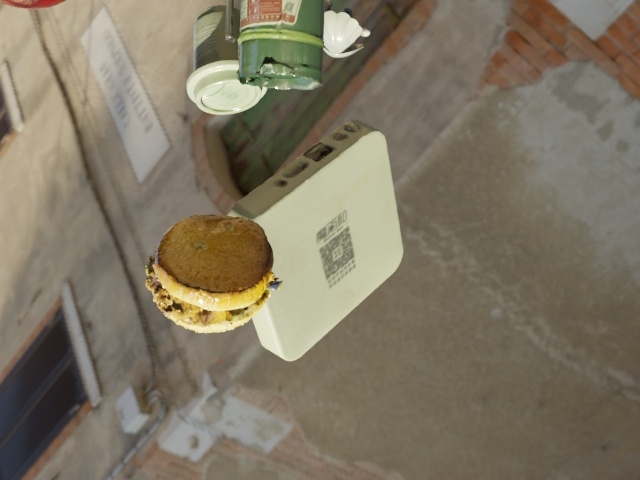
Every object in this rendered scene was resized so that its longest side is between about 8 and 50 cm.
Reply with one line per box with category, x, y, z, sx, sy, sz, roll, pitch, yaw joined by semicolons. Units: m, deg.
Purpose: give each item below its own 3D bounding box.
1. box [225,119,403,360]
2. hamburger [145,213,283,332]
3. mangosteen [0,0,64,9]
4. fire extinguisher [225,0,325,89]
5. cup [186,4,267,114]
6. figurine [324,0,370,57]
box;0.000;0.000;1.593;0.090;0.367;0.373;26;144;38
hamburger;-0.162;0.055;1.219;0.181;0.118;0.191;23;-141;18
mangosteen;-0.471;-0.458;1.302;0.215;0.257;0.215;6;-101;-33
fire extinguisher;-0.039;-0.309;0.865;0.118;0.294;0.093;3;-178;28
cup;-0.145;-0.269;1.240;0.120;0.120;0.141;17;-125;-52
figurine;0.036;-0.352;1.397;0.094;0.086;0.082;9;-143;10
